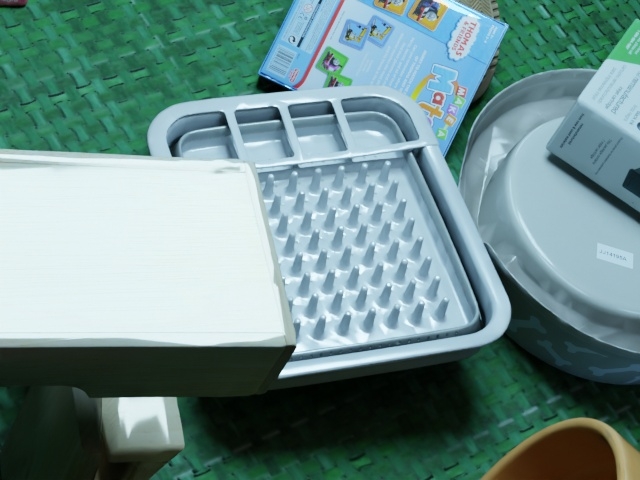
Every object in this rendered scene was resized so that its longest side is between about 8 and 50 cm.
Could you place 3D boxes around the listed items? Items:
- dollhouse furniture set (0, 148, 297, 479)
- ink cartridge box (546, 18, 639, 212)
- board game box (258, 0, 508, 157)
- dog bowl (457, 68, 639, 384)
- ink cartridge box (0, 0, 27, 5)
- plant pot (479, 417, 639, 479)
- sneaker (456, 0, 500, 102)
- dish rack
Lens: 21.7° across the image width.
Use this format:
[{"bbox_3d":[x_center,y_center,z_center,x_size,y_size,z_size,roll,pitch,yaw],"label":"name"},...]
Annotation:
[{"bbox_3d":[-0.215,0.115,1.232,0.256,0.394,0.362,2,55,-25],"label":"dollhouse furniture set"},{"bbox_3d":[0.355,-0.099,1.660,0.208,0.087,0.153,35,52,5],"label":"ink cartridge box"},{"bbox_3d":[0.065,-0.196,1.730,0.211,0.039,0.160,26,91,0],"label":"board game box"},{"bbox_3d":[0.292,-0.009,1.693,0.348,0.102,0.349,9,53,-13],"label":"dog bowl"},{"bbox_3d":[-0.322,-0.402,1.637,0.117,0.283,0.207,7,54,-15],"label":"ink cartridge box"},{"bbox_3d":[0.217,0.319,1.340,0.203,0.291,0.291,37,50,-13],"label":"plant pot"},{"bbox_3d":[0.106,-0.279,1.836,0.099,0.153,0.282,-11,91,-29],"label":"sneaker"},{"bbox_3d":[0.000,0.000,1.573,0.285,0.072,0.333,-7,51,-19],"label":"dish rack"}]
